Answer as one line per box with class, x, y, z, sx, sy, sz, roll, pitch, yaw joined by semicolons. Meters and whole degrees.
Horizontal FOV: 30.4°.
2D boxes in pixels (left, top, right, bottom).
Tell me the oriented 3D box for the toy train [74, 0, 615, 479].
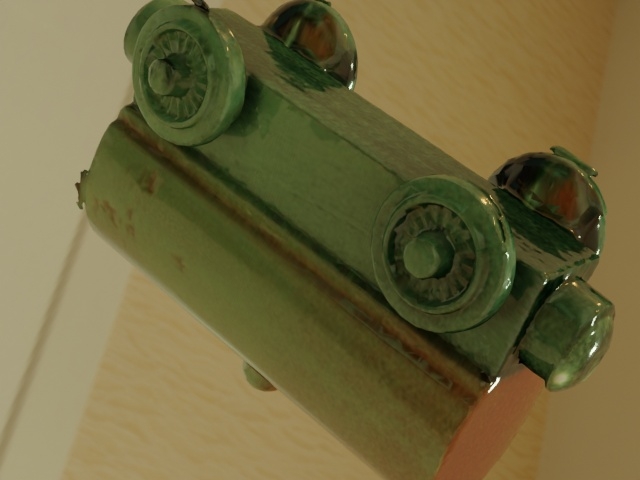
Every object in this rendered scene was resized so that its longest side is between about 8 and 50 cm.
toy train;0.000;0.000;0.558;0.285;0.116;0.177;36;-60;26
